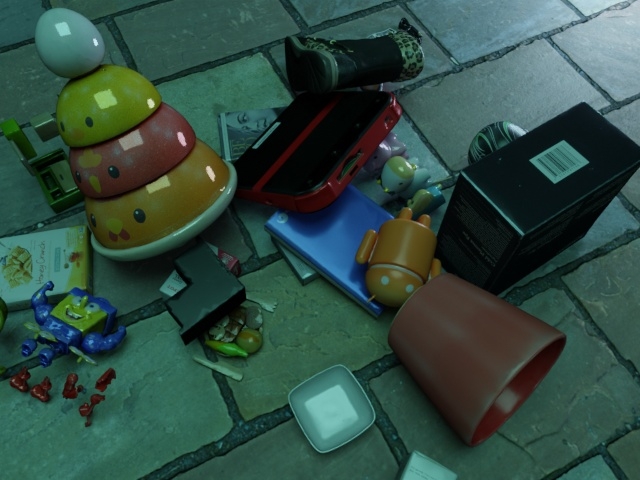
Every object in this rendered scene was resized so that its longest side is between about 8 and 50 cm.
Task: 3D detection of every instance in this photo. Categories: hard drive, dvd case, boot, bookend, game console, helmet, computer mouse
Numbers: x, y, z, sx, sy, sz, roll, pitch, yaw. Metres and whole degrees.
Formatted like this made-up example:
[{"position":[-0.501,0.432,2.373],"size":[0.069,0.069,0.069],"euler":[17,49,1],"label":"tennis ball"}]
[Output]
[{"position":[0.063,-0.006,1.270],"size":[0.319,0.040,0.210],"euler":[38,69,10],"label":"hard drive"},{"position":[-0.154,-0.281,1.490],"size":[0.221,0.018,0.164],"euler":[-8,60,-5],"label":"dvd case"},{"position":[0.071,-0.475,1.487],"size":[0.284,0.138,0.377],"euler":[-12,24,-15],"label":"boot"},{"position":[-0.260,0.100,1.157],"size":[0.157,0.072,0.156],"euler":[-38,71,-21],"label":"bookend"},{"position":[-0.024,-0.224,1.346],"size":[0.342,0.060,0.386],"euler":[12,54,42],"label":"game console"},{"position":[0.438,-0.207,1.371],"size":[0.169,0.169,0.161],"euler":[-30,66,-17],"label":"helmet"},{"position":[0.205,-0.587,1.664],"size":[0.193,0.042,0.106],"euler":[-28,68,-22],"label":"computer mouse"}]

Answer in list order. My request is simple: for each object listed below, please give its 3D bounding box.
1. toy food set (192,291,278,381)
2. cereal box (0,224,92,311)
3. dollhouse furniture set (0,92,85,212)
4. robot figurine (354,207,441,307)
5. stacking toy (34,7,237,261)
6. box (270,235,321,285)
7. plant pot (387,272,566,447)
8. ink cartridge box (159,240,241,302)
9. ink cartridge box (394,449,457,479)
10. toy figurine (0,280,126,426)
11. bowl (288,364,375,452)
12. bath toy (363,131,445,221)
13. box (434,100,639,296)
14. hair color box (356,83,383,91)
[{"position":[-0.180,0.185,1.197],"size":[0.133,0.038,0.192],"euler":[21,61,7],"label":"toy food set"},{"position":[-0.635,0.064,1.262],"size":[0.240,0.047,0.173],"euler":[-10,60,-7],"label":"cereal box"},{"position":[-0.556,-0.239,1.355],"size":[0.302,0.197,0.151],"euler":[-31,63,-17],"label":"dollhouse furniture set"},{"position":[0.167,0.043,1.168],"size":[0.128,0.158,0.219],"euler":[-4,57,43],"label":"robot figurine"},{"position":[-0.416,-0.227,1.150],"size":[0.351,0.479,0.350],"euler":[-17,34,12],"label":"stacking toy"},{"position":[0.000,0.000,1.314],"size":[0.186,0.038,0.145],"euler":[-28,65,-17],"label":"box"},{"position":[0.278,0.209,1.080],"size":[0.275,0.275,0.243],"euler":[-37,56,-20],"label":"plant pot"},{"position":[-0.261,0.088,1.243],"size":[0.109,0.063,0.150],"euler":[26,62,12],"label":"ink cartridge box"},{"position":[0.144,0.482,0.964],"size":[0.087,0.153,0.208],"euler":[25,63,12],"label":"ink cartridge box"},{"position":[-0.537,0.181,1.168],"size":[0.363,0.191,0.217],"euler":[25,32,7],"label":"toy figurine"},{"position":[0.022,0.332,1.109],"size":[0.142,0.053,0.142],"euler":[-26,62,-15],"label":"bowl"},{"position":[0.154,-0.194,1.382],"size":[0.129,0.151,0.348],"euler":[-36,59,4],"label":"bath toy"},{"position":[0.442,-0.069,1.202],"size":[0.343,0.312,0.179],"euler":[-29,63,-17],"label":"box"},{"position":[0.141,-0.446,1.576],"size":[0.072,0.043,0.141],"euler":[7,60,4],"label":"hair color box"}]
